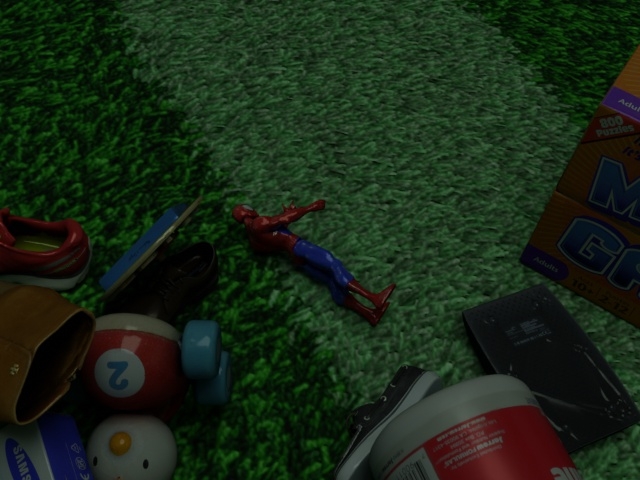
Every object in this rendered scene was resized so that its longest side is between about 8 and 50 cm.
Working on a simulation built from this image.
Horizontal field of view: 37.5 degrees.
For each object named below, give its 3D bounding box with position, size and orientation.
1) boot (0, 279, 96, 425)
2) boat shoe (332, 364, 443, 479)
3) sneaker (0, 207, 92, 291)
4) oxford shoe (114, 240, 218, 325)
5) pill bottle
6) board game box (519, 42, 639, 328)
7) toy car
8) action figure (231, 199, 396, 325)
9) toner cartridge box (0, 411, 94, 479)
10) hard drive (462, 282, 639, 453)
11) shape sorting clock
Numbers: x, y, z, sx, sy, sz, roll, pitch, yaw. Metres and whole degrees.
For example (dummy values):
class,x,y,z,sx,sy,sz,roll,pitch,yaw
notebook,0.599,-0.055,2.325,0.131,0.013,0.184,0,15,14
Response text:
class,x,y,z,sx,sy,sz,roll,pitch,yaw
boot,-0.382,0.174,1.033,0.211,0.104,0.295,14,66,48
boat shoe,0.077,0.247,1.272,0.076,0.080,0.228,23,51,30
sneaker,-0.465,0.001,1.329,0.279,0.118,0.107,-2,51,-13
oxford shoe,-0.229,0.076,1.333,0.083,0.096,0.227,31,54,12
pill bottle,0.234,0.381,1.090,0.229,0.229,0.408,-12,55,-21
board game box,0.587,-0.096,1.471,0.356,0.356,0.356,30,52,14
toy car,-0.232,0.228,1.153,0.219,0.210,0.238,1,63,2
action figure,0.000,0.000,1.446,0.280,0.091,0.139,30,58,12
toner cartridge box,-0.299,0.375,1.010,0.165,0.075,0.348,-34,62,13
hard drive,0.330,0.191,1.379,0.172,0.054,0.255,-17,56,-23
shape sorting clock,-0.235,0.013,1.321,0.040,0.206,0.206,45,53,-4
